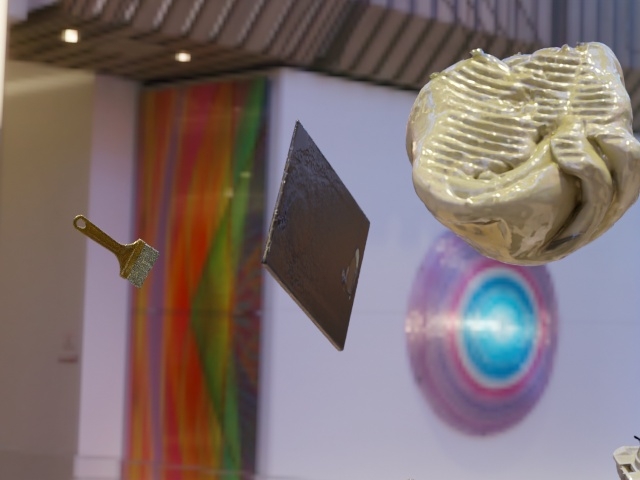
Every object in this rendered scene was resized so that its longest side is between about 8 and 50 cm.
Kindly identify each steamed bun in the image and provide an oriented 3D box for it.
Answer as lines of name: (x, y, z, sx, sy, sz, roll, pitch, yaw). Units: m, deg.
steamed bun: (0.246, -0.080, 1.551, 0.267, 0.280, 0.207, -16, -43, 12)

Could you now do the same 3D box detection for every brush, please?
brush: (-0.396, 0.010, 2.506, 0.011, 0.083, 0.205, 12, -20, 48)

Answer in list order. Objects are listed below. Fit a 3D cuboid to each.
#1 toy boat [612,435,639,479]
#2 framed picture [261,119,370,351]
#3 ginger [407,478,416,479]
toy boat: (0.621, 0.347, 2.155, 0.269, 0.141, 0.141, -18, -4, 1)
framed picture: (0.000, 0.000, 2.053, 0.013, 0.244, 0.324, 1, -27, 24)
ginger: (0.134, 0.444, 1.689, 0.130, 0.276, 0.221, -13, -4, 4)
